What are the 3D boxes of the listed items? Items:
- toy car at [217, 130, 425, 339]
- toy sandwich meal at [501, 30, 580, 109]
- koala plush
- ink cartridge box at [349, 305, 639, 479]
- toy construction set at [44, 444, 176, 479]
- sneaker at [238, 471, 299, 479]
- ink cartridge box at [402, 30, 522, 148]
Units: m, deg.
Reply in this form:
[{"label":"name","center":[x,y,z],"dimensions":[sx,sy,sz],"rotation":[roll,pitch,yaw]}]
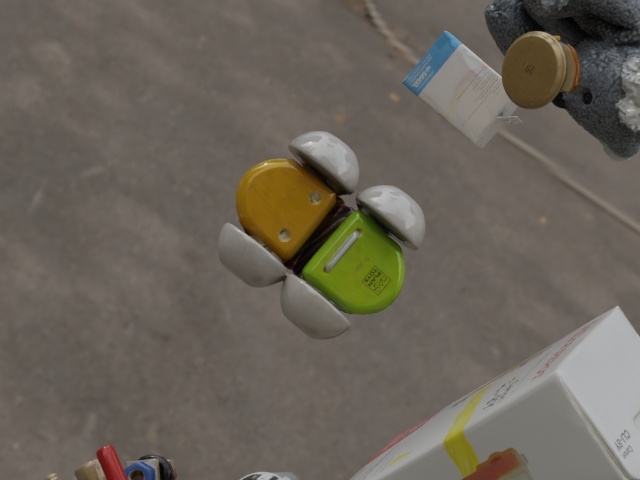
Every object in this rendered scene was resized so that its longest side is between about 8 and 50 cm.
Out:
[{"label":"toy car","center":[0.000,0.000,1.425],"dimensions":[0.182,0.159,0.136],"rotation":[39,-7,5]},{"label":"toy sandwich meal","center":[0.217,-0.168,1.487],"dimensions":[0.029,0.085,0.085],"rotation":[3,35,-47]},{"label":"koala plush","center":[0.309,-0.200,1.600],"dimensions":[0.196,0.203,0.221],"rotation":[102,-27,-76]},{"label":"ink cartridge box","center":[0.226,0.266,1.854],"dimensions":[0.160,0.384,0.279],"rotation":[56,30,2]},{"label":"toy construction set","center":[-0.254,0.413,1.906],"dimensions":[0.257,0.309,0.237],"rotation":[-21,72,-20]},{"label":"sneaker","center":[-0.096,0.306,1.442],"dimensions":[0.086,0.228,0.132],"rotation":[48,10,7]},{"label":"ink cartridge box","center":[0.194,-0.189,1.956],"dimensions":[0.143,0.090,0.092],"rotation":[43,9,12]}]
